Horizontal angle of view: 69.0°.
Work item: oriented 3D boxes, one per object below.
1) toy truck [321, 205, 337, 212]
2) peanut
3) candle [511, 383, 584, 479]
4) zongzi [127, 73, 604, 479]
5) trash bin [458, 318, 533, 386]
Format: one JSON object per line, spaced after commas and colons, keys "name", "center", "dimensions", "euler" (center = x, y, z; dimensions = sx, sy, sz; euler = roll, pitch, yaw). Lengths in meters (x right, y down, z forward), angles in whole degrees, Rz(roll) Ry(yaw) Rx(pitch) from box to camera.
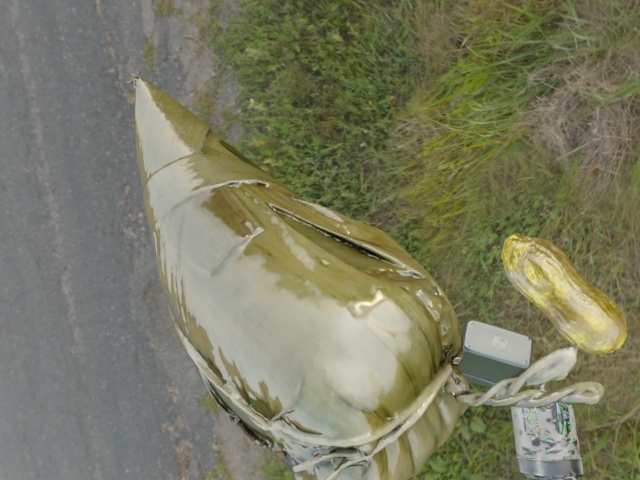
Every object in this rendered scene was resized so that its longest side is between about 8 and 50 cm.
{"name": "toy truck", "center": [0.000, 0.000, 1.153], "dimensions": [0.126, 0.208, 0.113], "euler": [-33, 114, 30]}
{"name": "peanut", "center": [0.346, 0.073, 0.675], "dimensions": [0.207, 0.087, 0.087], "euler": [54, 124, 28]}
{"name": "candle", "center": [0.689, 0.561, 1.432], "dimensions": [0.187, 0.187, 0.331], "euler": [-12, 70, 35]}
{"name": "zongzi", "center": [-0.075, -0.015, 0.446], "dimensions": [0.467, 0.218, 0.500], "euler": [60, 159, -10]}
{"name": "trash bin", "center": [0.411, 0.290, 1.173], "dimensions": [0.176, 0.101, 0.236], "euler": [17, 154, 10]}
